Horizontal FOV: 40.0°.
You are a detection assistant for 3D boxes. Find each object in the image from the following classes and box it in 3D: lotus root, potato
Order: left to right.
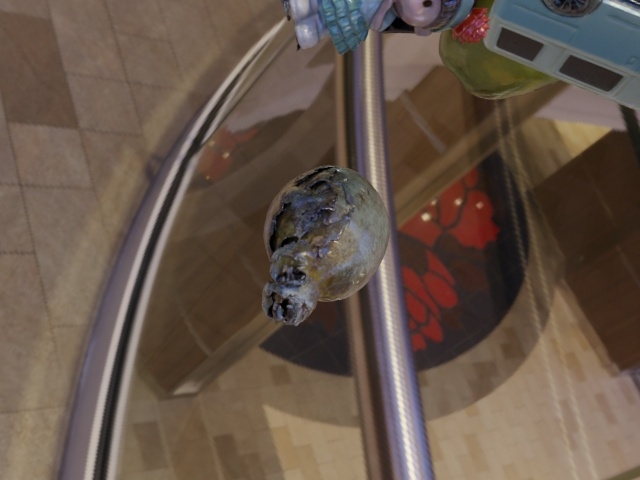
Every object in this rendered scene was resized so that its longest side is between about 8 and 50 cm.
[{"bbox_3d":[0.002,-0.002,0.593,0.088,0.088,0.165,44,26,-5],"label":"lotus root"},{"bbox_3d":[0.336,-0.349,1.381,0.216,0.304,0.216,36,36,-32],"label":"potato"}]

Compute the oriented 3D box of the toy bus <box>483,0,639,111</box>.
[{"bbox_3d":[0.299,-0.210,0.831,0.271,0.165,0.133,22,66,1],"label":"toy bus"}]

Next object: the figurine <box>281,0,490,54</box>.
[{"bbox_3d":[0.035,-0.126,0.473,0.047,0.106,0.060,-49,127,-81],"label":"figurine"}]
